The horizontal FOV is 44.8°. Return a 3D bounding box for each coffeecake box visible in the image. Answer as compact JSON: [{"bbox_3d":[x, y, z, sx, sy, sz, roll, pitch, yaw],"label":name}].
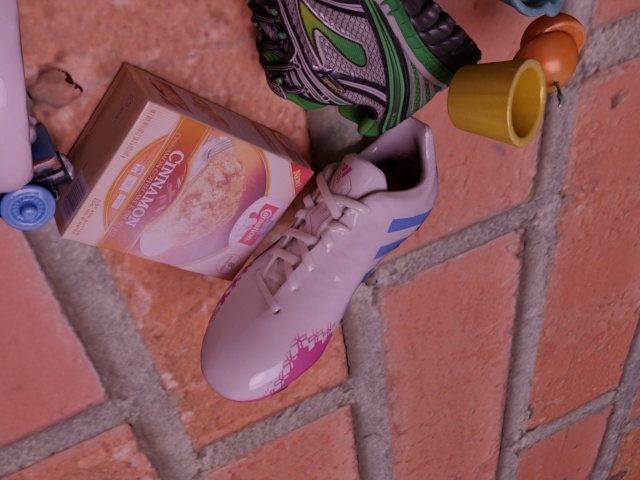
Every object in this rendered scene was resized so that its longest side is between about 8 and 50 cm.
[{"bbox_3d":[-0.123,-0.052,0.697,0.185,0.068,0.142,19,116,-44],"label":"coffeecake box"}]

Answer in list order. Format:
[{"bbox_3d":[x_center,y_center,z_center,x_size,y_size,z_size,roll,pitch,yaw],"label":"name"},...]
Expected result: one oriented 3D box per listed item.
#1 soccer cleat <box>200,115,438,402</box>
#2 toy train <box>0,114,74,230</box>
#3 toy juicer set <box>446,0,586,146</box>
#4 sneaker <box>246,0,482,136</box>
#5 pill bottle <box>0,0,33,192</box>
[{"bbox_3d":[0.000,0.000,0.735,0.331,0.116,0.143,-47,154,-30],"label":"soccer cleat"},{"bbox_3d":[-0.287,-0.044,0.591,0.184,0.080,0.105,-23,132,-13],"label":"toy train"},{"bbox_3d":[0.182,-0.254,0.611,0.209,0.089,0.329,-31,124,-43],"label":"toy juicer set"},{"bbox_3d":[-0.007,-0.176,0.606,0.146,0.134,0.343,-47,138,15],"label":"sneaker"},{"bbox_3d":[-0.326,-0.099,0.432,0.302,0.169,0.169,-5,132,-20],"label":"pill bottle"}]
